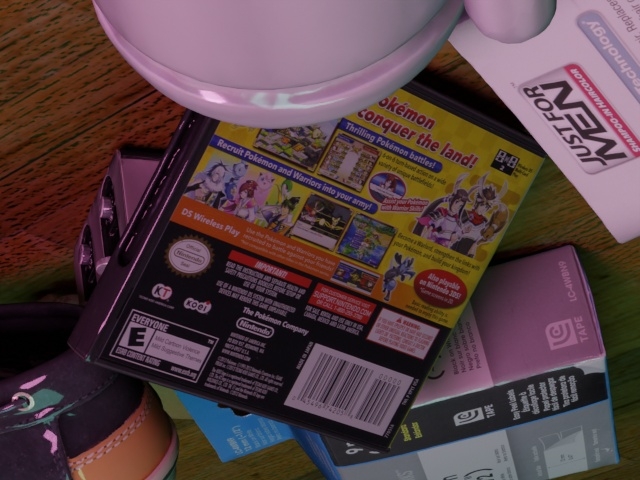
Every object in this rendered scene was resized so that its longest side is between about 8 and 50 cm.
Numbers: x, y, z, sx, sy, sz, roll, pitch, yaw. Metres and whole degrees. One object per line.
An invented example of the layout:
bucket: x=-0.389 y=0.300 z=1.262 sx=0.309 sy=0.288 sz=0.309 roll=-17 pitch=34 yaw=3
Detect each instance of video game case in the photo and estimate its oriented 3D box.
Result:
video game case: x=0.000 y=0.000 z=1.289 sx=0.275 sy=0.035 sz=0.248 roll=22 pitch=100 yaw=-40

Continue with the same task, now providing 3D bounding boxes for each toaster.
toaster: x=-0.079 y=0.019 z=1.408 sx=0.186 sy=0.110 sz=0.168 roll=5 pitch=153 yaw=-18

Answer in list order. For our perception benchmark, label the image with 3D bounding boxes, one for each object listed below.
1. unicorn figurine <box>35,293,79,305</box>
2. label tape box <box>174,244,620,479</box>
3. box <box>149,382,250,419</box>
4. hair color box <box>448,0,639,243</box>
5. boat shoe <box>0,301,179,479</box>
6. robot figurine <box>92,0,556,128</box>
unicorn figurine: x=-0.159 y=0.071 z=1.527 sx=0.162 sy=0.111 sz=0.060 roll=8 pitch=164 yaw=6
label tape box: x=0.066 y=0.143 z=1.629 sx=0.348 sy=0.115 sz=0.249 roll=-17 pitch=152 yaw=3
box: x=-0.061 y=0.119 z=1.706 sx=0.201 sy=0.021 sz=0.164 roll=2 pitch=152 yaw=-14
hair color box: x=0.274 y=-0.154 z=1.052 sx=0.374 sy=0.113 sz=0.185 roll=-24 pitch=122 yaw=33
boat shoe: x=-0.337 y=0.102 z=1.430 sx=0.500 sy=0.187 sz=0.156 roll=4 pitch=125 yaw=27
robot figurine: x=-0.026 y=-0.183 z=0.912 sx=0.300 sy=0.199 sz=0.353 roll=29 pitch=160 yaw=17
